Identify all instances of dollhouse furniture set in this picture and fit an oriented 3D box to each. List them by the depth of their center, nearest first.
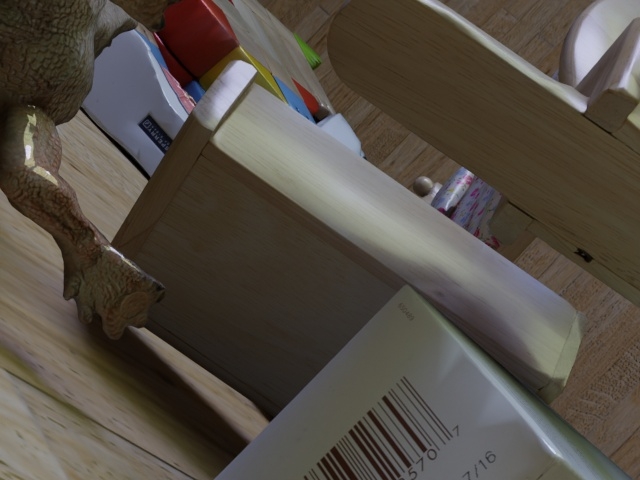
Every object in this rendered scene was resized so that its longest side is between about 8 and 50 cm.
[{"bbox_3d":[0.065,-0.074,0.726,0.173,0.303,0.355,35,42,-4],"label":"dollhouse furniture set"}]

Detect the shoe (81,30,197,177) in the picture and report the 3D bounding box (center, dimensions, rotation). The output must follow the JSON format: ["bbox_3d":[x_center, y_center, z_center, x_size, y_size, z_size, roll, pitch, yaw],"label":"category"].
[{"bbox_3d":[-0.113,-0.082,1.117,0.178,0.063,0.081,51,4,15],"label":"shoe"}]

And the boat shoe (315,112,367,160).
[{"bbox_3d":[0.000,0.000,0.953,0.119,0.121,0.335,59,12,-1],"label":"boat shoe"}]

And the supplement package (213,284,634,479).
[{"bbox_3d":[0.067,0.119,0.545,0.179,0.105,0.105,40,6,-38],"label":"supplement package"}]

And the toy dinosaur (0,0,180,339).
[{"bbox_3d":[-0.146,-0.087,0.504,0.295,0.127,0.200,21,13,-48],"label":"toy dinosaur"}]

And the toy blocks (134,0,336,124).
[{"bbox_3d":[-0.099,-0.153,1.383,0.381,0.190,0.261,39,18,-46],"label":"toy blocks"}]
